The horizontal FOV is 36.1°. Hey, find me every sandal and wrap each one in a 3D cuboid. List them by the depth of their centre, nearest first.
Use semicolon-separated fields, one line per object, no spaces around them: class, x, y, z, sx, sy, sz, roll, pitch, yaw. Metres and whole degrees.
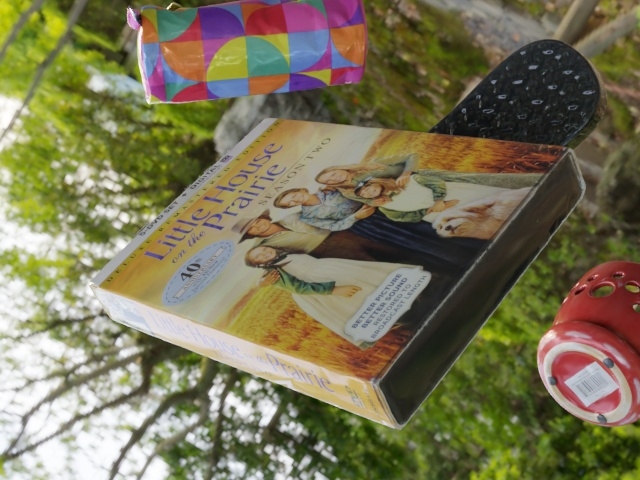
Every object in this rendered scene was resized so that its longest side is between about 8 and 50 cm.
sandal;0.156;-0.062;1.203;0.107;0.445;0.168;10;-131;-62

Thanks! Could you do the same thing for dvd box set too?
dvd box set;0.000;0.000;0.964;0.420;0.307;0.062;13;140;46

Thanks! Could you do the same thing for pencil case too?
pencil case;-0.071;-0.196;0.972;0.236;0.105;0.104;-4;-168;-7

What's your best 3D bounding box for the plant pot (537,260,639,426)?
plant pot;0.408;0.148;1.376;0.191;0.191;0.174;34;-132;25
